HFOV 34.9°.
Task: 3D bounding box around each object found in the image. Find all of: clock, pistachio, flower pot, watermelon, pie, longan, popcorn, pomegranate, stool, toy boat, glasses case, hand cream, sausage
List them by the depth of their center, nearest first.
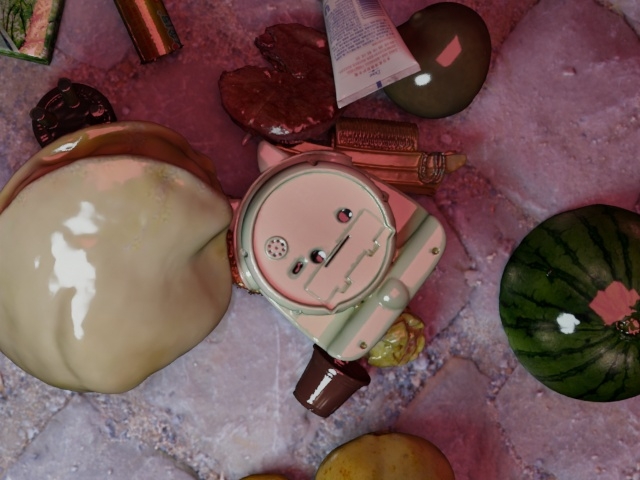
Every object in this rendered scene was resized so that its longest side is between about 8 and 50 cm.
[{"bbox_3d":[-0.300,0.035,1.454,0.365,0.281,0.445,17,120,-29],"label":"pistachio"},{"bbox_3d":[0.000,0.000,1.530,0.324,0.108,0.265,36,93,-6],"label":"clock"},{"bbox_3d":[0.090,0.396,1.551,0.233,0.233,0.233,0,88,-6],"label":"pomegranate"},{"bbox_3d":[-0.319,-0.453,1.560,0.082,0.082,0.371,-25,103,-6],"label":"sausage"},{"bbox_3d":[-0.367,-0.153,1.562,0.125,0.121,0.217,-21,86,-8],"label":"stool"},{"bbox_3d":[0.065,-0.318,1.566,0.133,0.083,0.247,-24,54,15],"label":"hand cream"},{"bbox_3d":[-0.439,-0.418,1.587,0.095,0.062,0.272,12,87,-6],"label":"glasses case"},{"bbox_3d":[-0.051,-0.242,1.589,0.219,0.054,0.204,-38,68,-22],"label":"pie"},{"bbox_3d":[0.183,-0.282,1.601,0.189,0.189,0.189,0,88,-6],"label":"longan"},{"bbox_3d":[0.011,0.226,1.606,0.111,0.111,0.089,33,99,-4],"label":"flower pot"},{"bbox_3d":[0.465,0.095,1.619,0.331,0.189,0.330,0,88,-12],"label":"watermelon"},{"bbox_3d":[0.074,-0.139,1.621,0.310,0.089,0.115,7,97,-6],"label":"toy boat"},{"bbox_3d":[0.116,0.156,1.625,0.097,0.089,0.109,22,105,-45],"label":"popcorn"}]

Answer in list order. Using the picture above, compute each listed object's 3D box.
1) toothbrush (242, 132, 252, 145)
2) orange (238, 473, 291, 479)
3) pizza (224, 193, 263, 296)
[{"bbox_3d":[-0.082,-0.222,1.646,0.017,0.014,0.162,34,86,15],"label":"toothbrush"},{"bbox_3d":[-0.089,0.439,1.570,0.157,0.134,0.156,0,94,5],"label":"orange"},{"bbox_3d":[-0.093,0.013,1.612,0.226,0.069,0.147,17,95,-6],"label":"pizza"}]
